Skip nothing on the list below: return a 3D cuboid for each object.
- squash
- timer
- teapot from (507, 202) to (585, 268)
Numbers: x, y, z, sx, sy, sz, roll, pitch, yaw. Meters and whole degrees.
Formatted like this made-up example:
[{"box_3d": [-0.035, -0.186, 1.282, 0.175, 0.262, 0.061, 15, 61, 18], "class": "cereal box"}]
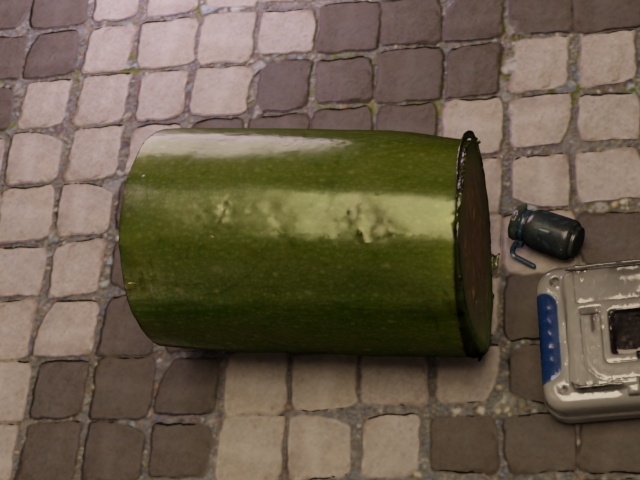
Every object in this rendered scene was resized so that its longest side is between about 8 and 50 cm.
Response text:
[{"box_3d": [0.000, 0.000, 1.831, 0.384, 0.263, 0.263, 1, 63, 16], "class": "squash"}, {"box_3d": [0.366, 0.102, 1.778, 0.253, 0.078, 0.178, -7, 61, 11], "class": "timer"}, {"box_3d": [0.262, -0.003, 1.888, 0.083, 0.064, 0.049, 20, 38, 27], "class": "teapot"}]
